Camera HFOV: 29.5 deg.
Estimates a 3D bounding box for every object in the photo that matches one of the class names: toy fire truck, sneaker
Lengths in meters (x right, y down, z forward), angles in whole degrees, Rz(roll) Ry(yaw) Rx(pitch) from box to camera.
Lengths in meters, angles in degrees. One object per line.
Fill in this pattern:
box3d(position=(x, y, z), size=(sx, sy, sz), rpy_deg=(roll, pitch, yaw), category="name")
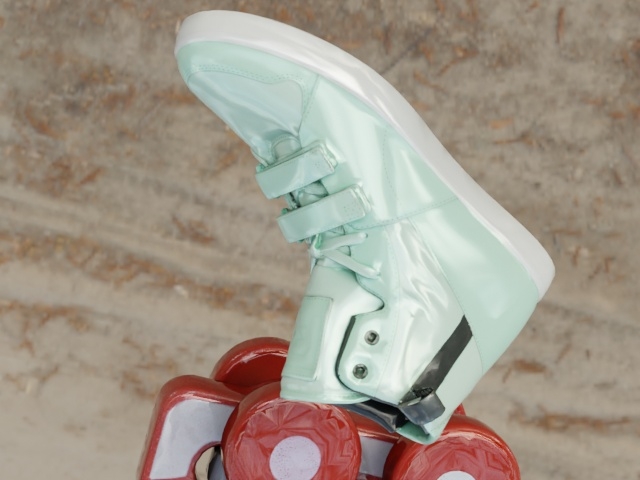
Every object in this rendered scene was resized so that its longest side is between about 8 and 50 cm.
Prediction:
box3d(position=(0.002, 0.226, 0.950), size=(0.302, 0.169, 0.253), rpy_deg=(14, 97, -13), category="toy fire truck")
box3d(position=(0.001, 0.000, 0.647), size=(0.256, 0.151, 0.094), rpy_deg=(40, 157, -13), category="sneaker")
